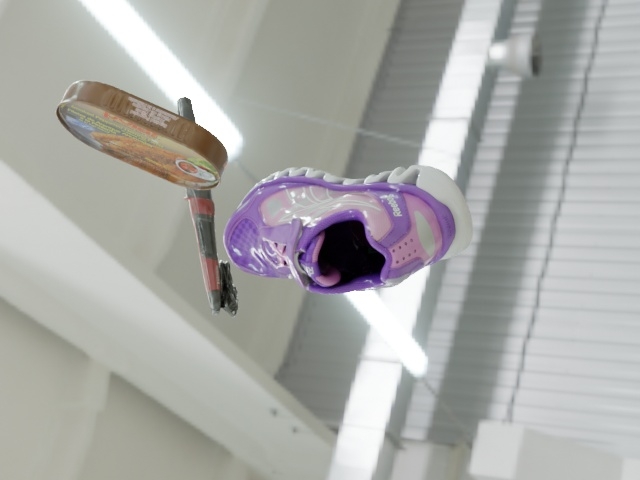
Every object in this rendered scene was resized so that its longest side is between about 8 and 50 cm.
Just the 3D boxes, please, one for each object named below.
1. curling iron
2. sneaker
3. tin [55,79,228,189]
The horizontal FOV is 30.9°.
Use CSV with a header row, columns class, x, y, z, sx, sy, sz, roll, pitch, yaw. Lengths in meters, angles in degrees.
class,x,y,z,sx,sy,sz,roll,pitch,yaw
curling iron,-0.140,-0.039,1.363,0.068,0.035,0.274,78,178,-79
sneaker,0.000,0.000,0.929,0.104,0.236,0.095,-42,-62,-42
tin,-0.189,-0.112,1.240,0.106,0.189,0.040,131,162,-70
